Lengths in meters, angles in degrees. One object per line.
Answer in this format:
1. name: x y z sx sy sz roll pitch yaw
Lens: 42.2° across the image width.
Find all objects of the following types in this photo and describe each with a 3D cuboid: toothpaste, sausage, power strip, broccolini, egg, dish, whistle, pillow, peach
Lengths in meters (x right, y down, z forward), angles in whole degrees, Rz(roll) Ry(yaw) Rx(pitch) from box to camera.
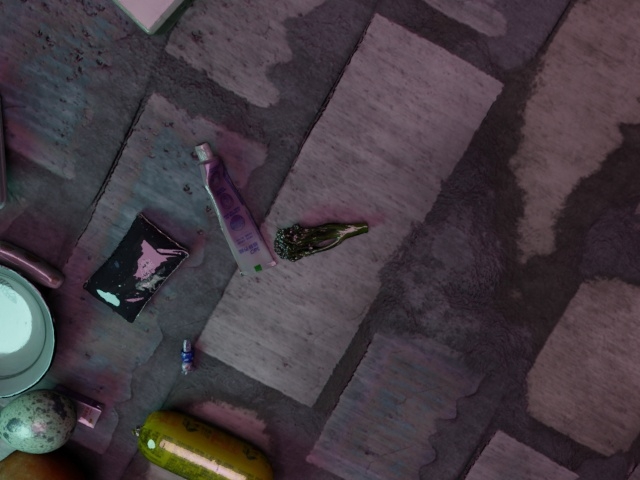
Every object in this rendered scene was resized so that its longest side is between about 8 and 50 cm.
1. toothpaste: -0.185 -0.064 1.713 0.075 0.048 0.301 -30 110 -21
2. sausage: -0.244 0.470 1.801 0.347 0.123 0.123 26 102 -7
3. power strip: -0.286 -0.512 1.558 0.139 0.140 0.224 44 99 -9
4. broccolini: -0.001 -0.009 1.733 0.202 0.068 0.091 -13 117 -13
5. egg: -0.595 0.379 1.735 0.172 0.132 0.132 -8 103 9
6. dish: -0.689 0.171 1.736 0.316 0.106 0.317 0 107 1
7. whistle: -0.287 0.251 1.798 0.033 0.029 0.083 -12 113 -35
8. pillow: -0.387 0.062 1.741 0.141 0.055 0.208 39 100 0
9. peach: -0.618 0.567 1.773 0.252 0.252 0.253 0 103 0

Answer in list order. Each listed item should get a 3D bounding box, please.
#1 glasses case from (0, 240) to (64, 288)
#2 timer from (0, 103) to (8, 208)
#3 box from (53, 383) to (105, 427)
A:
1. glasses case: -0.612 0.050 1.730 0.164 0.063 0.041 30 99 -6
2. timer: -0.723 -0.180 1.643 0.178 0.078 0.254 -6 90 0
3. box: -0.537 0.363 1.819 0.117 0.036 0.051 24 103 -6
